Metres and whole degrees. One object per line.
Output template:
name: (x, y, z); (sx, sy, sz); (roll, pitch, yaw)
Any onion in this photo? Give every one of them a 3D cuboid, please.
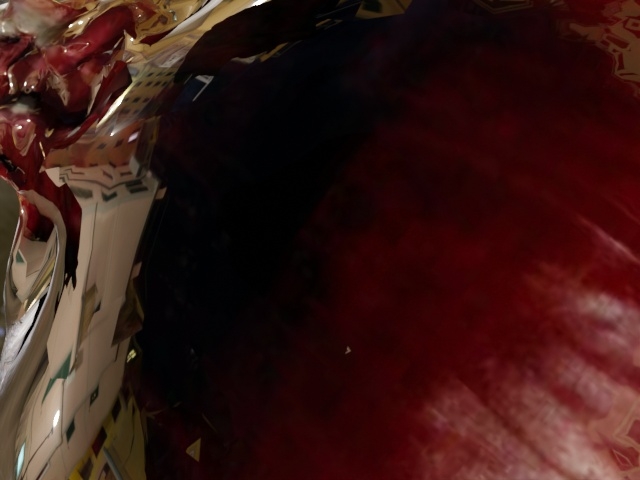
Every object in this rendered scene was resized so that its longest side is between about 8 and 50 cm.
onion: (0.000, 0.000, 0.456); (0.273, 0.285, 0.273); (-56, 10, 15)
